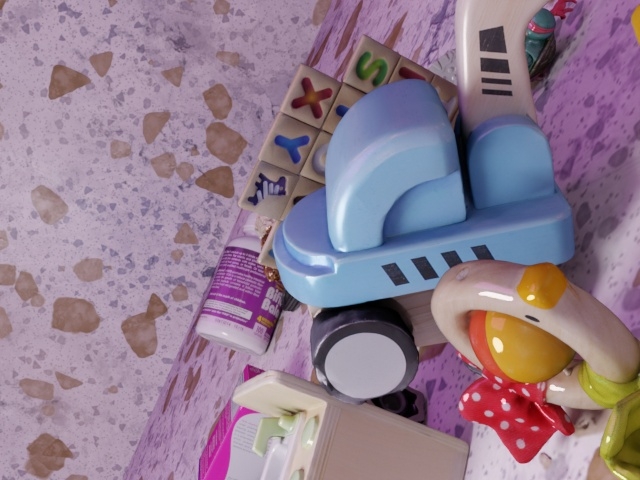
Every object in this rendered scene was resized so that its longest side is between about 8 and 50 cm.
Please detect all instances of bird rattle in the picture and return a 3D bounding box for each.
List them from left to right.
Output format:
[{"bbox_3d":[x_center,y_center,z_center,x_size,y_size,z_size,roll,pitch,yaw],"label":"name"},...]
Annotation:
[{"bbox_3d":[0.177,0.083,0.658,0.143,0.207,0.253,-51,20,-15],"label":"bird rattle"}]

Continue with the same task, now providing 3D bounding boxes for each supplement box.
[{"bbox_3d":[-0.126,0.353,1.505,0.220,0.111,0.114,-63,14,13],"label":"supplement box"}]

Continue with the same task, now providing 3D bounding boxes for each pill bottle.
[{"bbox_3d":[-0.157,0.096,1.911,0.302,0.169,0.169,-71,14,-15],"label":"pill bottle"}]

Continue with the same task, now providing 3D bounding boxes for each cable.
[{"bbox_3d":[-0.019,0.093,1.701,0.287,0.072,0.139,112,156,-57],"label":"cable"}]

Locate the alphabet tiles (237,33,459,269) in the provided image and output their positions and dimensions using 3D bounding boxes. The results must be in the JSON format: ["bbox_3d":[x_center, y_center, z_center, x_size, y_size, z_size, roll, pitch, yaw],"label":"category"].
[{"bbox_3d":[0.073,-0.071,1.011,0.011,0.342,0.285,37,104,51],"label":"alphabet tiles"}]

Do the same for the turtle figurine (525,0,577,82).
[{"bbox_3d":[0.241,-0.245,1.085,0.175,0.118,0.234,-57,-7,-25],"label":"turtle figurine"}]

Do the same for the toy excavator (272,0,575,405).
[{"bbox_3d":[0.143,-0.103,0.798,0.222,0.432,0.445,-91,-12,-59],"label":"toy excavator"}]

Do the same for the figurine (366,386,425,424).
[{"bbox_3d":[0.057,0.203,1.130,0.215,0.092,0.209,-79,15,-44],"label":"figurine"}]

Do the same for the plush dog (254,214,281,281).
[{"bbox_3d":[0.000,0.000,1.357,0.211,0.225,0.262,-61,15,21],"label":"plush dog"}]

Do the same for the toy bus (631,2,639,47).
[{"bbox_3d":[0.369,-0.229,0.545,0.333,0.130,0.108,-54,19,42],"label":"toy bus"}]

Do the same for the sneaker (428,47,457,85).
[{"bbox_3d":[0.172,-0.200,1.346,0.235,0.090,0.095,-62,5,11],"label":"sneaker"}]

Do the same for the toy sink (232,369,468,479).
[{"bbox_3d":[0.012,0.248,0.901,0.153,0.234,0.131,-39,31,61],"label":"toy sink"}]
